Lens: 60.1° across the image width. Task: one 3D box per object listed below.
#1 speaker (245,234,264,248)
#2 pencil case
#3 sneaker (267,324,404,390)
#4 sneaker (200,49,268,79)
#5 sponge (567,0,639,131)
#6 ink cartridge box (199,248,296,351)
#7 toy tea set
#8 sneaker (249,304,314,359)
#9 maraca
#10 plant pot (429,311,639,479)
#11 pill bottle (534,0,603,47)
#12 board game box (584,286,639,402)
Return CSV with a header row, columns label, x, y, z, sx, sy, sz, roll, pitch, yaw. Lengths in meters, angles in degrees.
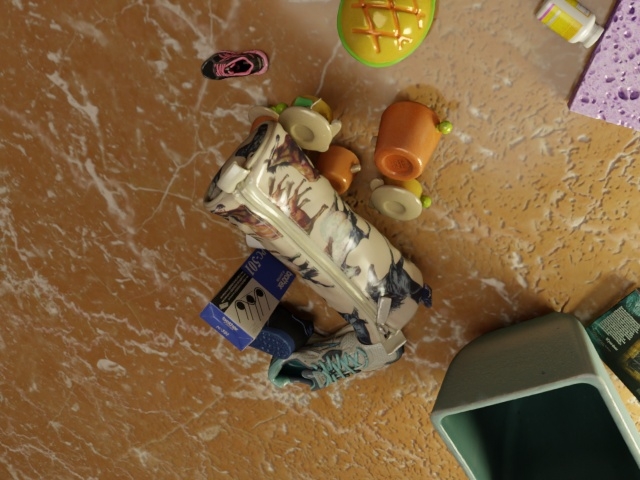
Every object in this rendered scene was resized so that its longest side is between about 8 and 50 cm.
label,x,y,z,sx,sy,sz,roll,pitch,yaw
speaker,-0.065,-0.006,1.015,0.136,0.055,0.055,7,119,16
pencil case,0.000,0.000,0.862,0.160,0.184,0.410,-42,117,8
sneaker,0.026,0.241,1.075,0.282,0.122,0.110,-13,112,25
sneaker,-0.147,-0.282,0.897,0.119,0.057,0.047,-2,118,22
sponge,0.428,-0.256,0.725,0.117,0.031,0.210,20,122,8
ink cartridge box,-0.125,0.097,1.000,0.097,0.207,0.046,41,122,-5
toy tea set,0.039,-0.166,0.884,0.335,0.124,0.200,21,151,4
sneaker,-0.119,0.164,1.118,0.232,0.090,0.082,20,125,33
maraca,0.103,-0.330,0.764,0.127,0.099,0.186,36,98,-14
plant pot,0.355,0.258,0.892,0.247,0.252,0.247,-25,106,29
pill bottle,0.330,-0.292,0.732,0.083,0.043,0.043,36,122,-1
board game box,0.522,0.183,0.871,0.186,0.026,0.126,55,129,25
